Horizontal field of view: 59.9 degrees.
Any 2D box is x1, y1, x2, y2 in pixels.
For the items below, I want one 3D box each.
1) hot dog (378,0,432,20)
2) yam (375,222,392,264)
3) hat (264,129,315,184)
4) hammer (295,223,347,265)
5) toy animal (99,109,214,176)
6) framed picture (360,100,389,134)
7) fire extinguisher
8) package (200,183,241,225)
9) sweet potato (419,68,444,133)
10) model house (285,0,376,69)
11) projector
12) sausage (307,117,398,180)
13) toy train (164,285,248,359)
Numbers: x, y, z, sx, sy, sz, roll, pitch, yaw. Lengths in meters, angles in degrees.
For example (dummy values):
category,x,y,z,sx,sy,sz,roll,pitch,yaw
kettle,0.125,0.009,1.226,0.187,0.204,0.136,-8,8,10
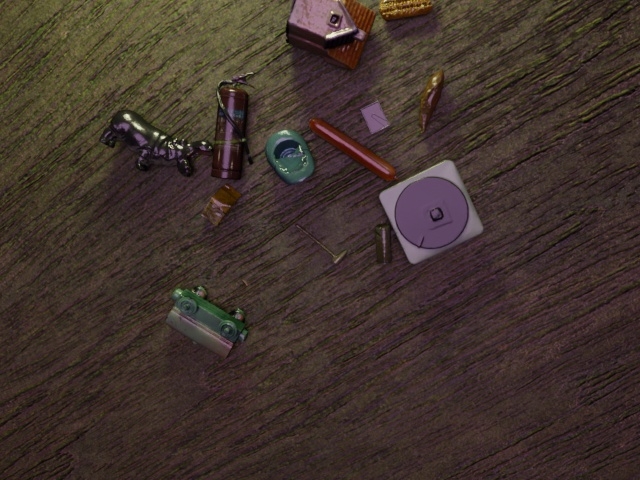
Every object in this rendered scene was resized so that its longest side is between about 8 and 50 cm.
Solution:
category,x,y,z,sx,sy,sz,roll,pitch,yaw
hot dog,0.260,-0.723,1.712,0.164,0.045,0.071,-8,99,3
yam,0.205,0.012,1.805,0.054,0.054,0.133,-4,99,4
hat,-0.095,-0.258,1.781,0.138,0.078,0.191,-28,76,-2
hammer,0.000,0.000,1.831,0.195,0.028,0.060,39,92,-1
toy animal,-0.523,-0.294,1.787,0.342,0.106,0.169,21,91,-6
framed picture,0.174,-0.394,1.779,0.066,0.007,0.089,-26,95,6
fire extinguisher,-0.270,-0.366,1.764,0.141,0.105,0.342,6,98,-15
package,-0.327,-0.118,1.823,0.071,0.047,0.131,41,100,1
sweet potato,0.340,-0.436,1.736,0.059,0.068,0.206,19,105,26
model house,0.038,-0.656,1.645,0.237,0.237,0.203,23,91,-4
projector,0.349,-0.090,1.770,0.259,0.079,0.257,-25,95,6
sausage,0.104,-0.291,1.772,0.347,0.053,0.053,34,98,-1
toy train,-0.384,0.278,1.855,0.285,0.116,0.177,31,110,-2
